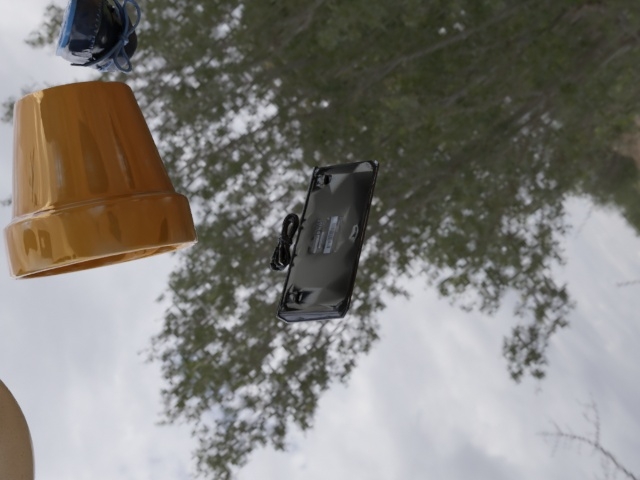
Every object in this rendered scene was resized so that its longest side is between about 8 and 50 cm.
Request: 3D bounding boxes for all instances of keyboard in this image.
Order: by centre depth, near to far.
[{"bbox_3d":[0.000,0.000,0.908,0.023,0.108,0.180,48,-134,-45],"label":"keyboard"}]

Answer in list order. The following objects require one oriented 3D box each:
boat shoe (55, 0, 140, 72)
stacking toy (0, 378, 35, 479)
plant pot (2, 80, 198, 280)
[{"bbox_3d":[-0.256,-0.251,1.066,0.089,0.109,0.258,18,-171,-13],"label":"boat shoe"},{"bbox_3d":[-0.533,0.353,1.086,0.350,0.480,0.351,9,-125,-14],"label":"stacking toy"},{"bbox_3d":[-0.254,-0.068,0.988,0.205,0.205,0.188,-7,-95,-70],"label":"plant pot"}]
